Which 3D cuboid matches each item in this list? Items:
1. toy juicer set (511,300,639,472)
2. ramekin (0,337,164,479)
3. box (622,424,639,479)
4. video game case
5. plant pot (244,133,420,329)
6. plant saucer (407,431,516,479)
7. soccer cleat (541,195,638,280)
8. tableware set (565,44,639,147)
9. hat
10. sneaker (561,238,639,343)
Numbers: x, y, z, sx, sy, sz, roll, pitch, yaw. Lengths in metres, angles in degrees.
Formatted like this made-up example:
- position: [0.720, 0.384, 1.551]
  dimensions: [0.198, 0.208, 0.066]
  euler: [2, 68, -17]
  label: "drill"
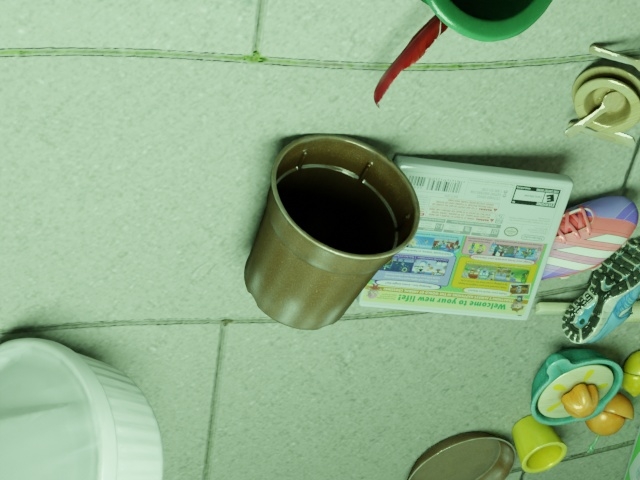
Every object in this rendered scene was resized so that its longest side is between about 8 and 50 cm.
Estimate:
- position: [0.376, 0.189, 2.232]
  dimensions: [0.209, 0.089, 0.329]
  euler: [-13, 139, -13]
  label: "toy juicer set"
- position: [-0.291, 0.246, 1.829]
  dimensions: [0.273, 0.273, 0.127]
  euler: [-46, 149, 24]
  label: "ramekin"
- position: [0.593, 0.311, 2.452]
  dimensions: [0.231, 0.127, 0.262]
  euler: [-13, 140, -13]
  label: "box"
- position: [0.163, 0.000, 1.899]
  dimensions: [0.212, 0.023, 0.193]
  euler: [6, 121, -15]
  label: "video game case"
- position: [0.000, 0.000, 1.783]
  dimensions: [0.167, 0.167, 0.165]
  euler: [-1, 144, -26]
  label: "plant pot"
- position: [0.193, 0.322, 2.336]
  dimensions: [0.168, 0.029, 0.168]
  euler: [-14, 139, -13]
  label: "plant saucer"
- position: [0.262, 0.002, 1.974]
  dimensions: [0.248, 0.083, 0.095]
  euler: [-24, 137, 3]
  label: "soccer cleat"
- position: [0.368, -0.133, 1.822]
  dimensions: [0.194, 0.039, 0.128]
  euler: [17, 136, 9]
  label: "tableware set"
- position: [0.113, -0.268, 1.630]
  dimensions: [0.208, 0.183, 0.173]
  euler: [-49, 111, -19]
  label: "hat"
- position: [0.376, 0.066, 2.111]
  dimensions: [0.162, 0.063, 0.073]
  euler: [-50, 145, 13]
  label: "sneaker"
